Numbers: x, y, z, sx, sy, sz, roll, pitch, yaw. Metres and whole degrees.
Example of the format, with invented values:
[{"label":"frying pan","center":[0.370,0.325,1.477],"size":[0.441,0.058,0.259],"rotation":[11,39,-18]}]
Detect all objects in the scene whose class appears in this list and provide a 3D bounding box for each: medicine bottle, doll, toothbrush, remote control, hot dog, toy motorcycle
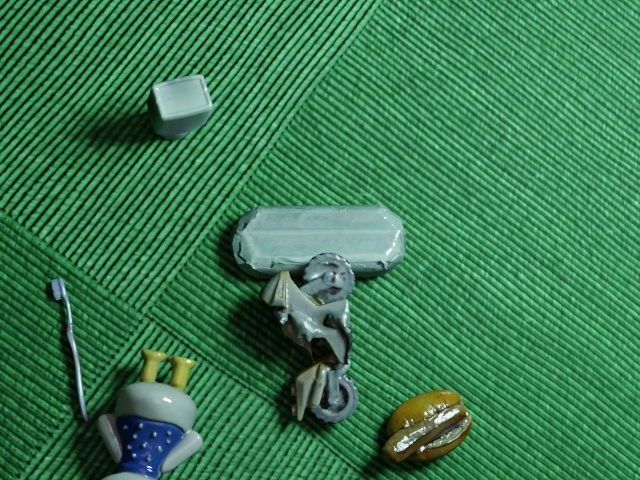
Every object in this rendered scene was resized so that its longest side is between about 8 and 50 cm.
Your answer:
[{"label":"medicine bottle","center":[-0.191,-0.175,1.518],"size":[0.074,0.118,0.055],"rotation":[-17,82,-15]},{"label":"doll","center":[-0.224,0.283,1.421],"size":[0.138,0.119,0.293],"rotation":[12,70,-3]},{"label":"toothbrush","center":[-0.323,0.142,1.473],"size":[0.019,0.013,0.193],"rotation":[-13,81,-9]},{"label":"remote control","center":[0.000,0.000,1.563],"size":[0.247,0.052,0.104],"rotation":[-2,78,-11]},{"label":"hot dog","center":[0.140,0.254,1.538],"size":[0.140,0.060,0.089],"rotation":[-17,78,-13]},{"label":"toy motorcycle","center":[-0.016,0.131,1.515],"size":[0.130,0.094,0.229],"rotation":[-2,92,-8]}]
